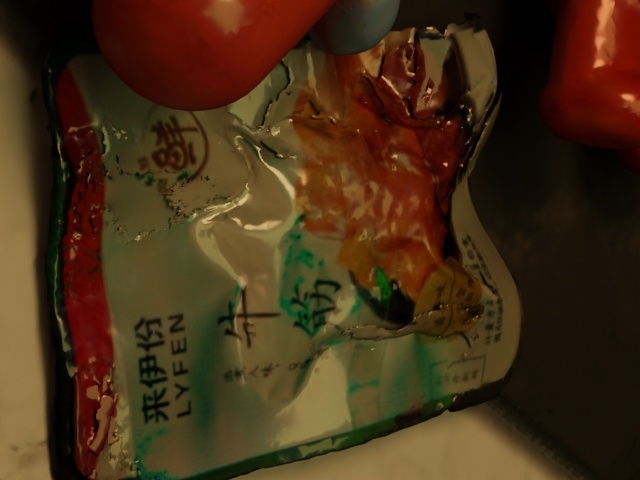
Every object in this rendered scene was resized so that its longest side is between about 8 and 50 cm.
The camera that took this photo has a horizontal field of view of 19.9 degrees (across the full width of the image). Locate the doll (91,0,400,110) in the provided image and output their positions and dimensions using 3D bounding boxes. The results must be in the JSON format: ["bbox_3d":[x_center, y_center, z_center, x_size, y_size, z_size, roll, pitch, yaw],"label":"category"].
[{"bbox_3d":[0.013,-0.165,0.603,0.290,0.130,0.161,-52,133,-32],"label":"doll"}]

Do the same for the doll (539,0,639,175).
[{"bbox_3d":[0.162,-0.197,0.768,0.200,0.105,0.336,17,81,-54],"label":"doll"}]

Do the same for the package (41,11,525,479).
[{"bbox_3d":[0.000,0.000,0.668,0.232,0.040,0.166,-8,99,-43],"label":"package"}]
